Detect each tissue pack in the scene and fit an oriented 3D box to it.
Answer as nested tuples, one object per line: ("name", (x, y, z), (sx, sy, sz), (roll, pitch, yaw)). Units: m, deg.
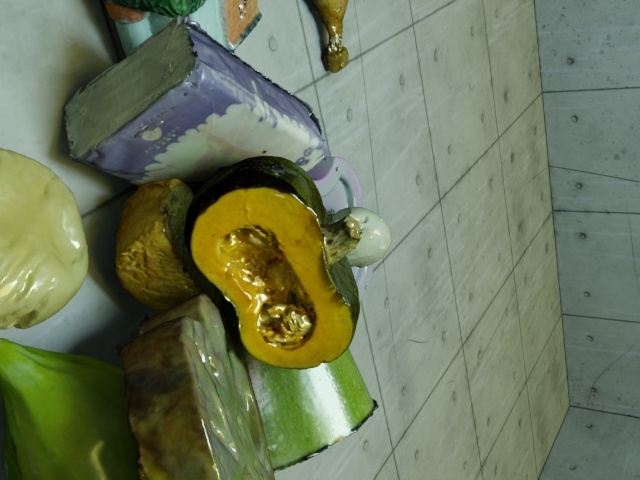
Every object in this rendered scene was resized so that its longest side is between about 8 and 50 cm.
("tissue pack", (-0.172, -0.163, 1.139), (0.344, 0.242, 0.125), (24, 41, -56))

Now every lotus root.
("lotus root", (-0.144, 0.258, 1.007), (0.390, 0.111, 0.375), (-106, 177, -71))

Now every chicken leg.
("chicken leg", (0.024, -0.472, 1.562), (0.107, 0.087, 0.251), (-35, 129, -37))

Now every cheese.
("cheese", (-0.392, -0.006, 0.912), (0.214, 0.117, 0.226), (21, 50, -59))

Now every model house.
("model house", (-0.201, -0.333, 1.175), (0.253, 0.184, 0.291), (-61, 153, -43))

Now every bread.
("bread", (-0.234, 0.021, 1.138), (0.143, 0.139, 0.229), (-93, 167, -46))

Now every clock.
("clock", (0.000, 0.000, 1.552), (0.338, 0.102, 0.338), (-9, 101, -57))

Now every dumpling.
("dumpling", (0.062, 0.008, 1.471), (0.181, 0.111, 0.155), (16, 109, -34))

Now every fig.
("fig", (-0.326, 0.264, 0.969), (0.314, 0.233, 0.233), (48, 54, -51))

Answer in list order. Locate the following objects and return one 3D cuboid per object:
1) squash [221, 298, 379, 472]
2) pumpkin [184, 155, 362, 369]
("squash", (-0.099, 0.210, 1.310), (0.310, 0.310, 0.309), (-27, 92, -53))
("pumpkin", (-0.047, 0.002, 1.130), (0.232, 0.242, 0.325), (-82, 154, -58))
